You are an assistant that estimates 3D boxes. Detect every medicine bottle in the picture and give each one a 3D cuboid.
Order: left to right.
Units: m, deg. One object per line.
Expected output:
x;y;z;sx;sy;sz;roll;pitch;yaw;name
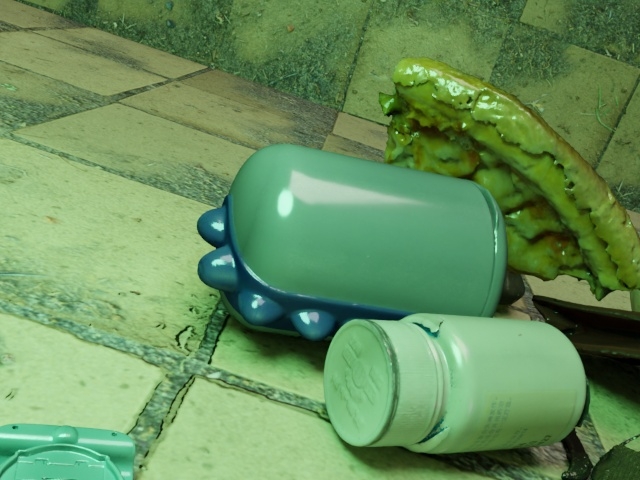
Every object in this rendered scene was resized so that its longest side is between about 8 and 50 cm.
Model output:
0.142;0.149;0.711;0.258;0.144;0.143;7;22;-31;medicine bottle

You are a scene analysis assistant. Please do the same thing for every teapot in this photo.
0.276;0.041;1.158;0.165;0.119;0.130;22;19;11;teapot

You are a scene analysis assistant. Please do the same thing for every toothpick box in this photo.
0.024;0.019;0.831;0.354;0.263;0.263;11;21;-18;toothpick box

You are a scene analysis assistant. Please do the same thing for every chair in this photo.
0.407;0.246;0.703;0.213;0.149;0.174;24;24;29;chair

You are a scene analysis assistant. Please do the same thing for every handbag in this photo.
0.468;0.146;0.966;0.259;0.084;0.275;14;-6;-17;handbag

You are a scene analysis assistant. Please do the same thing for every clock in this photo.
-0.180;0.187;0.461;0.108;0.045;0.147;10;22;-21;clock

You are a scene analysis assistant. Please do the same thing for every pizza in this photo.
0.214;-0.084;0.959;0.434;0.392;0.080;0;38;36;pizza

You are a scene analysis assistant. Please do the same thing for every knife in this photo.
0.296;0.224;0.831;0.045;0.021;0.222;16;20;2;knife

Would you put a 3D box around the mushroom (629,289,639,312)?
0.730;0.084;1.217;0.356;0.315;0.315;43;11;-21;mushroom
